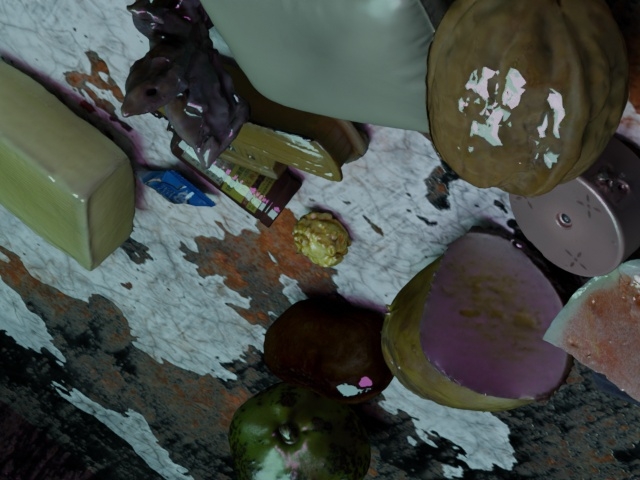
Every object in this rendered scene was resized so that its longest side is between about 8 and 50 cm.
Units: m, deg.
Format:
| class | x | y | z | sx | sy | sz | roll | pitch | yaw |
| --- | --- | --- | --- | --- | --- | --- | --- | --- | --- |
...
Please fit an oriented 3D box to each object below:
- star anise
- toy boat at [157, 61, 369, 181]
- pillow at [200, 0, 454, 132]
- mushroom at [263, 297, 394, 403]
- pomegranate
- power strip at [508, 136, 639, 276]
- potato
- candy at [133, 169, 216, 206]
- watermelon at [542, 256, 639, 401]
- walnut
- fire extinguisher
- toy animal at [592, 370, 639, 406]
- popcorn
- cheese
| class | x | y | z | sx | sy | sz | roll | pitch | yaw |
| --- | --- | --- | --- | --- | --- | --- | --- | --- | --- |
| star anise | -0.154 | -0.217 | 1.797 | 0.110 | 0.257 | 0.198 | -11 | 158 | 23 |
| toy boat | -0.092 | -0.148 | 1.942 | 0.321 | 0.089 | 0.121 | 21 | 151 | 25 |
| pillow | 0.017 | -0.221 | 1.668 | 0.322 | 0.120 | 0.255 | 13 | 150 | 36 |
| mushroom | 0.054 | 0.183 | 2.295 | 0.227 | 0.148 | 0.217 | 24 | 170 | 41 |
| pomegranate | -0.015 | 0.326 | 2.542 | 0.222 | 0.276 | 0.204 | 47 | 118 | 22 |
| power strip | 0.280 | -0.042 | 1.671 | 0.154 | 0.078 | 0.154 | 33 | 146 | 27 |
| potato | 0.179 | 0.125 | 1.956 | 0.229 | 0.229 | 0.266 | 35 | 157 | 2 |
| candy | -0.213 | -0.078 | 2.255 | 0.088 | 0.038 | 0.136 | 36 | 164 | -31 |
| watermelon | 0.391 | 0.105 | 1.717 | 0.260 | 0.176 | 0.256 | 40 | 164 | 35 |
| walnut | 0.195 | -0.148 | 1.500 | 0.198 | 0.198 | 0.245 | 25 | 133 | 20 |
| fire extinguisher | -0.150 | -0.114 | 2.077 | 0.252 | 0.075 | 0.106 | 37 | 153 | -3 |
| toy animal | 0.485 | 0.220 | 1.845 | 0.206 | 0.081 | 0.367 | 22 | -177 | -20 |
| popcorn | 0.000 | 0.000 | 2.109 | 0.082 | 0.057 | 0.083 | 32 | 150 | -8 |
| cheese | -0.404 | -0.110 | 2.304 | 0.265 | 0.124 | 0.242 | 37 | 151 | 13 |
